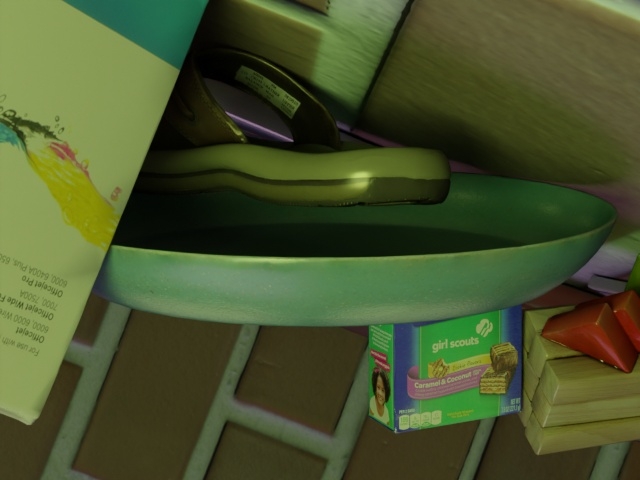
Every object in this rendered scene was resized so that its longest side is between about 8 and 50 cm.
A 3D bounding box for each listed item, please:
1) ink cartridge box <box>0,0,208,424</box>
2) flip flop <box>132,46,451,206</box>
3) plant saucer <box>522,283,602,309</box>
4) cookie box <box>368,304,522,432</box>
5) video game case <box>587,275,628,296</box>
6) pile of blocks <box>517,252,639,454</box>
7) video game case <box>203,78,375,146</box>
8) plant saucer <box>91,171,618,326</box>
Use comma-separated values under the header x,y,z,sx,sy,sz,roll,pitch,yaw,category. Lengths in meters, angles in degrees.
x,y,z,sx,sy,sz,roll,pitch,yaw,category
-0.196,-0.060,0.821,0.171,0.232,0.168,16,172,39,ink cartridge box
-0.044,-0.066,0.980,0.112,0.080,0.277,-9,-166,-43,flip flop
0.227,0.101,1.546,0.332,0.084,0.332,22,174,2,plant saucer
0.076,0.055,1.078,0.092,0.107,0.040,-7,-168,-25,cookie box
0.271,0.057,1.332,0.122,0.011,0.087,25,173,-33,video game case
0.288,0.073,1.104,0.362,0.149,0.112,12,131,-1,pile of blocks
-0.031,-0.067,1.208,0.190,0.022,0.173,22,174,-11,video game case
0.000,0.000,0.960,0.317,0.043,0.317,-1,-170,0,plant saucer
